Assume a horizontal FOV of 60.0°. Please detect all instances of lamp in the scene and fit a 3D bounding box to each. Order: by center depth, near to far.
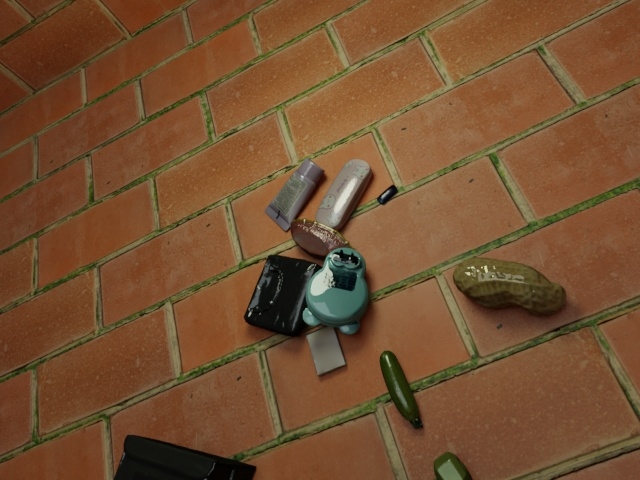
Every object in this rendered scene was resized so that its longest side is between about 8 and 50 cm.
[{"bbox_3d":[0.062,0.158,1.833,0.209,0.147,0.284,12,81,6],"label":"lamp"}]

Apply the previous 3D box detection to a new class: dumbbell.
[{"bbox_3d":[0.271,0.702,1.503,0.302,0.121,0.108,-37,85,4],"label":"dumbbell"}]

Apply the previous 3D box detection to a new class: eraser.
[{"bbox_3d":[0.020,0.361,1.833,0.104,0.023,0.150,-26,58,11],"label":"eraser"}]

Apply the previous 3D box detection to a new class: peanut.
[{"bbox_3d":[0.553,0.135,1.641,0.325,0.140,0.153,17,92,25],"label":"peanut"}]

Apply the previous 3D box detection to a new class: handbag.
[{"bbox_3d":[-0.127,0.190,1.948,0.244,0.088,0.275,10,73,29],"label":"handbag"}]

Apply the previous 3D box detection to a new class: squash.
[{"bbox_3d":[0.237,0.445,1.669,0.066,0.066,0.252,-29,57,9],"label":"squash"}]

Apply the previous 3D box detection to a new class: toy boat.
[{"bbox_3d":[-0.005,0.001,1.984,0.318,0.099,0.141,26,119,32],"label":"toy boat"}]

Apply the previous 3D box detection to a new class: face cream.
[{"bbox_3d":[-0.096,-0.182,2.124,0.154,0.096,0.274,42,99,33],"label":"face cream"}]

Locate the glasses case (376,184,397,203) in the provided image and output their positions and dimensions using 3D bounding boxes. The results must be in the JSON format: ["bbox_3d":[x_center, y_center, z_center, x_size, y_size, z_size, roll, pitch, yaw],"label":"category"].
[{"bbox_3d":[0.240,-0.167,1.995,0.083,0.023,0.033,-42,55,0],"label":"glasses case"}]

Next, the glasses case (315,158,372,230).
[{"bbox_3d":[0.085,-0.168,2.034,0.113,0.075,0.297,22,75,33],"label":"glasses case"}]

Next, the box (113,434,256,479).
[{"bbox_3d":[-0.423,0.751,1.706,0.345,0.251,0.204,4,68,27],"label":"box"}]
